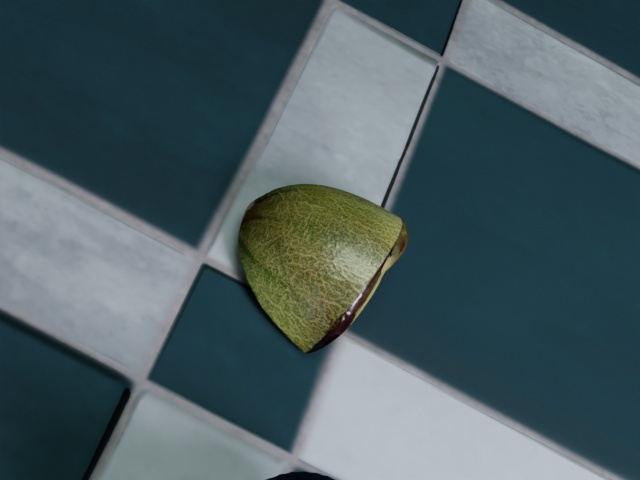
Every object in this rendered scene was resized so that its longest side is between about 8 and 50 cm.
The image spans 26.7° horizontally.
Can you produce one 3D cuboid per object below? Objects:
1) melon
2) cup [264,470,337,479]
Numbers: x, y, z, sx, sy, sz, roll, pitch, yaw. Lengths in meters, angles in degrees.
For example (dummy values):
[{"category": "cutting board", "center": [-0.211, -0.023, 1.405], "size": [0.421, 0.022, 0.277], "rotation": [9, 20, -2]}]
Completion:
[{"category": "melon", "center": [0.000, 0.000, 1.085], "size": [0.128, 0.079, 0.160], "rotation": [33, 48, -3]}, {"category": "cup", "center": [-0.035, 0.226, 0.846], "size": [0.131, 0.176, 0.155], "rotation": [44, 7, 5]}]
